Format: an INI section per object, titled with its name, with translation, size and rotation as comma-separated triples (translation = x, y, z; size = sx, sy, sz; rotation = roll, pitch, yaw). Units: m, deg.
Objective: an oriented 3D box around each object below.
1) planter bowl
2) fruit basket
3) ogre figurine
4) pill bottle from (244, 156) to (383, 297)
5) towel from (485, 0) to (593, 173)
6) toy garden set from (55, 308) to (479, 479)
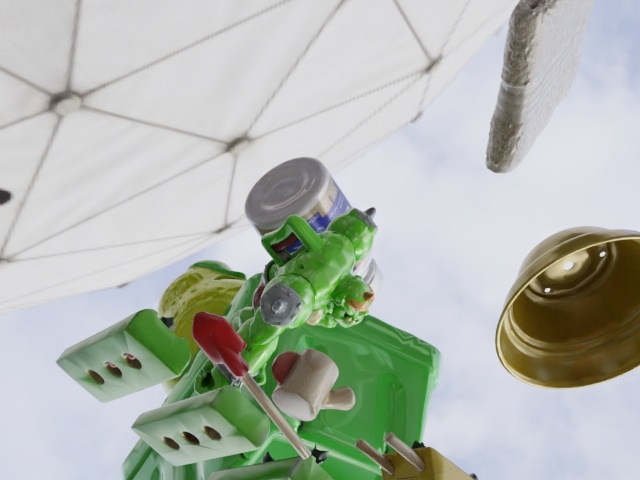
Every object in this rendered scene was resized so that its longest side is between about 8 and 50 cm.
[planter bowl]
translation = 0.274, 0.051, 0.933
size = 0.217, 0.217, 0.090
rotation = -37, -142, 19
[fruit basket]
translation = -0.068, 0.186, 1.030
size = 0.283, 0.392, 0.392
rotation = 26, -79, -17
[ogre figurine]
translation = -0.018, 0.041, 0.705
size = 0.096, 0.197, 0.118
rotation = 57, -40, 16
[pill bottle]
translation = 0.000, 0.000, 1.085
size = 0.112, 0.186, 0.112
rotation = -22, -142, 19
[towel]
translation = 0.252, -0.216, 1.006
size = 0.049, 0.282, 0.187
rotation = 18, -52, 21
[toy garden set]
translation = -0.020, 0.118, 0.553
size = 0.244, 0.049, 0.204
rotation = 46, -39, -16
